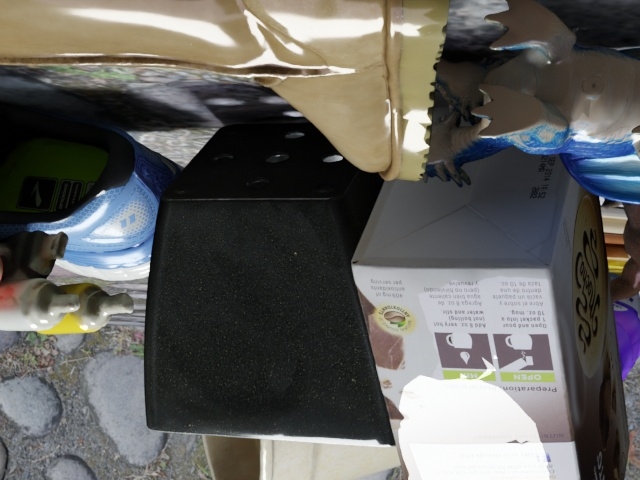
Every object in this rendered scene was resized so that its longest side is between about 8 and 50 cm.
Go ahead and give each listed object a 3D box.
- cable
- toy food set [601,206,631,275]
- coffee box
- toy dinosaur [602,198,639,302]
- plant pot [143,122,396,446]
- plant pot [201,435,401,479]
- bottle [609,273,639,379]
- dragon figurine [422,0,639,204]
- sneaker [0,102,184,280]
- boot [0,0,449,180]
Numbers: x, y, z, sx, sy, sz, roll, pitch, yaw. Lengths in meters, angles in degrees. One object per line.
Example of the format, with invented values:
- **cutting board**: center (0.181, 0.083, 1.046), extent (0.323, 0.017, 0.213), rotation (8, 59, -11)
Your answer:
- **cable**: center (-0.253, 0.041, 0.925), extent (0.139, 0.072, 0.287), rotation (24, 152, -33)
- **toy food set**: center (0.252, 0.029, 1.327), extent (0.306, 0.092, 0.220), rotation (5, 172, -11)
- **coffee box**: center (0.121, 0.081, 0.870), extent (0.118, 0.168, 0.297), rotation (0, 127, 20)
- **toy dinosaur**: center (0.294, -0.012, 0.946), extent (0.295, 0.127, 0.200), rotation (1, 167, -28)
- **plant pot**: center (-0.019, 0.017, 0.939), extent (0.188, 0.167, 0.187), rotation (0, -153, 19)
- **plant pot**: center (0.035, 0.132, 1.503), extent (0.305, 0.334, 0.334), rotation (-7, 175, -17)
- **bottle**: center (0.290, 0.099, 1.468), extent (0.118, 0.092, 0.283), rotation (12, -163, 9)
- **dragon figurine**: center (0.162, -0.066, 0.692), extent (0.289, 0.085, 0.144), rotation (5, 175, 19)
- **sneaker**: center (-0.261, -0.049, 0.970), extent (0.330, 0.130, 0.147), rotation (-2, 157, 12)
- **boot**: center (-0.082, -0.099, 0.601), extent (0.269, 0.089, 0.236), rotation (3, 162, 3)
